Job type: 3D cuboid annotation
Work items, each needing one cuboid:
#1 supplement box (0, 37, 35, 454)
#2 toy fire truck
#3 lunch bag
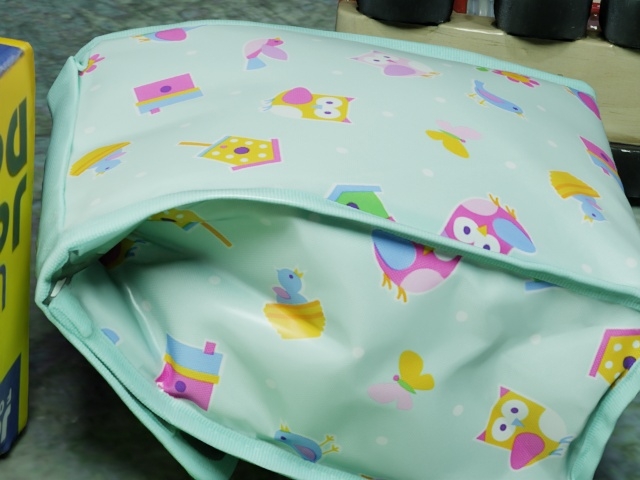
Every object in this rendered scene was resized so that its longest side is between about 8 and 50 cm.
[{"bbox_3d":[-0.312,0.012,0.707,0.356,0.195,0.194,11,30,8],"label":"supplement box"},{"bbox_3d":[0.120,-0.143,1.134,0.217,0.159,0.246,6,18,1],"label":"toy fire truck"},{"bbox_3d":[0.000,0.000,0.811,0.262,0.160,0.223,14,28,-11],"label":"lunch bag"}]
